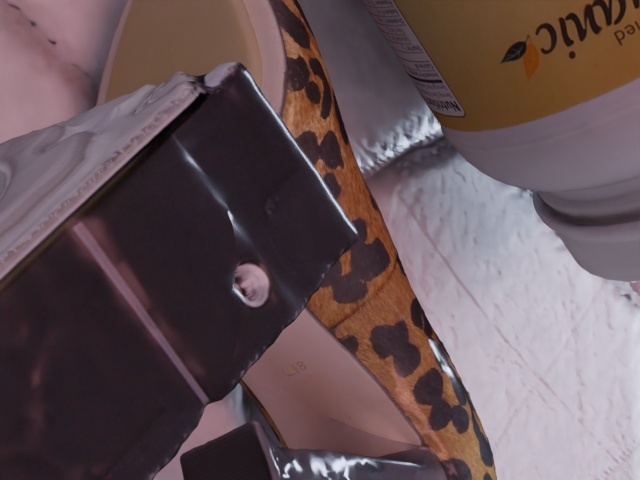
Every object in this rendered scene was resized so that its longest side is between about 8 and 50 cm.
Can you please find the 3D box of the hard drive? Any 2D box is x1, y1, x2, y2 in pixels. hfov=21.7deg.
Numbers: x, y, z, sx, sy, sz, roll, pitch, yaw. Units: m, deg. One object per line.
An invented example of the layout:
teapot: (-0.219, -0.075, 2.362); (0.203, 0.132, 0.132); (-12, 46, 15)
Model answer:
hard drive: (-0.167, 0.096, 0.373); (0.064, 0.237, 0.339); (54, 52, -17)

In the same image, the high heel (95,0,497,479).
high heel: (0.000, 0.000, 0.663); (0.186, 0.093, 0.261); (19, 58, -56)

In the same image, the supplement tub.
supplement tub: (0.107, -0.164, 0.678); (0.316, 0.228, 0.228); (55, 51, -17)
